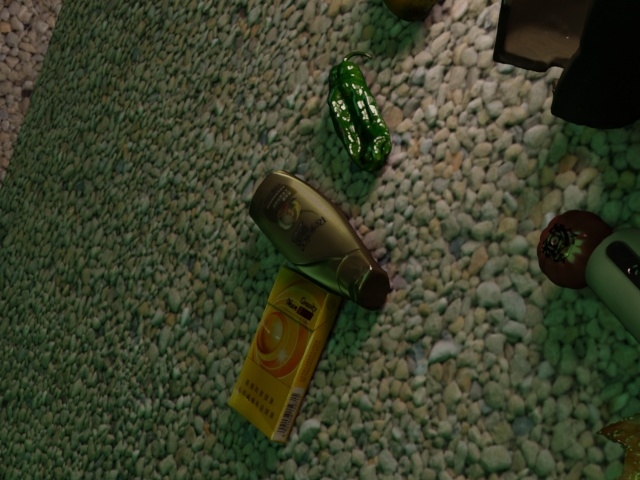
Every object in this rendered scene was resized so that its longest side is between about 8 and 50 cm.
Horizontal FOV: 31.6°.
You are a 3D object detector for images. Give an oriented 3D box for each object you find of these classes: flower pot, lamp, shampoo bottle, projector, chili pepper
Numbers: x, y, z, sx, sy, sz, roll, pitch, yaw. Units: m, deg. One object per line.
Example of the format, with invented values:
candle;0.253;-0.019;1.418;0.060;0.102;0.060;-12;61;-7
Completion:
flower pot;0.376;-0.304;1.438;0.379;0.380;0.251;61;142;42
lamp;0.338;0.012;1.497;0.108;0.092;0.107;-21;61;43
shampoo bottle;0.000;0.000;1.905;0.125;0.084;0.350;-59;42;12
projector;0.432;0.114;1.303;0.108;0.108;0.337;-56;33;19
chili pepper;0.063;-0.217;1.928;0.100;0.074;0.256;-39;54;30

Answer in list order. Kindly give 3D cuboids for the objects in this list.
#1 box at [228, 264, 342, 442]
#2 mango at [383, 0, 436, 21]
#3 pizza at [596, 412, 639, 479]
box;-0.063;0.192;1.934;0.152;0.043;0.269;29;99;50
mango;0.157;-0.478;1.875;0.151;0.120;0.221;33;109;49
pizza;0.434;0.263;1.335;0.262;0.034;0.181;-25;58;39
